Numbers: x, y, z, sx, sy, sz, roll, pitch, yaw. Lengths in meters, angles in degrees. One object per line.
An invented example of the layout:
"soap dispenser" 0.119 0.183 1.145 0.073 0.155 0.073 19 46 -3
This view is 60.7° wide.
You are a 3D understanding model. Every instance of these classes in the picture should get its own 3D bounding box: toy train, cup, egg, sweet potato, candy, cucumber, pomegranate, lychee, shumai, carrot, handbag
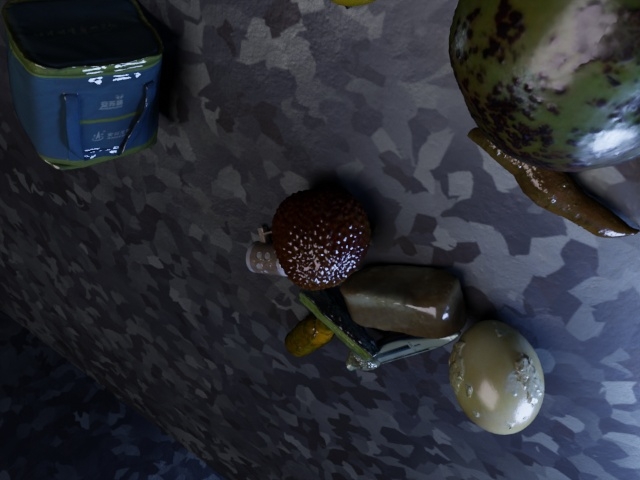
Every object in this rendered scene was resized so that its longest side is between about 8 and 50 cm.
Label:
"toy train" 0.189 0.197 1.092 0.048 0.055 0.252 52 147 1
"cup" -0.097 0.026 1.191 0.099 0.102 0.074 6 167 34
"egg" 0.312 0.241 0.972 0.164 0.164 0.201 -9 96 43
"sweet potato" 0.322 -0.076 0.759 0.274 0.067 0.067 35 140 -2
"candy" 0.152 0.112 1.030 0.234 0.102 0.104 5 128 38
"cucumber" 0.047 0.167 1.174 0.211 0.062 0.078 40 159 13
"pomegranate" 0.239 -0.236 0.562 0.340 0.285 0.285 59 151 34
"lychee" -0.001 -0.006 0.991 0.194 0.194 0.194 22 136 22
"shumai" 0.090 0.273 1.240 0.080 0.083 0.082 -61 41 30
"carrot" -0.022 0.220 1.286 0.082 0.082 0.173 44 147 -2
"handbag" -0.425 -0.289 1.009 0.222 0.263 0.241 57 148 22

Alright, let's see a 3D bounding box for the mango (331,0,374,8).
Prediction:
"mango" 0.076 -0.384 0.657 0.137 0.091 0.237 46 140 -15
